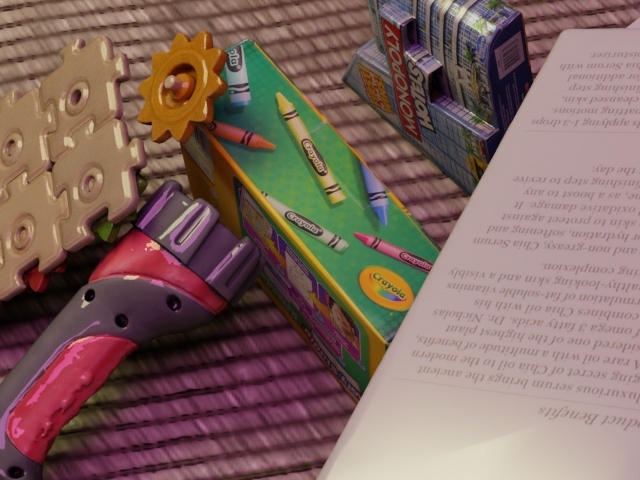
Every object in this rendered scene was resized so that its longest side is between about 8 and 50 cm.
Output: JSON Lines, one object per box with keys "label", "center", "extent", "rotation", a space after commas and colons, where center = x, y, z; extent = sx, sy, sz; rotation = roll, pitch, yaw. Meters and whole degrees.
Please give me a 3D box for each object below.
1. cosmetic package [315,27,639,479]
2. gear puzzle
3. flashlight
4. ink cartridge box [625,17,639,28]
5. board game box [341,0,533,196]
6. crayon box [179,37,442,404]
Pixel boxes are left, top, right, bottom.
{"label": "cosmetic package", "center": [0.198, 0.066, 1.081], "extent": [0.230, 0.161, 0.453], "rotation": [5, 49, 36]}
{"label": "gear puzzle", "center": [-0.187, -0.058, 1.278], "extent": [0.339, 0.044, 0.175], "rotation": [-33, 55, 31]}
{"label": "flashlight", "center": [-0.169, 0.100, 1.232], "extent": [0.103, 0.103, 0.304], "rotation": [41, 82, -22]}
{"label": "ink cartridge box", "center": [0.330, -0.095, 1.341], "extent": [0.154, 0.093, 0.212], "rotation": [-37, 66, -17]}
{"label": "board game box", "center": [0.088, -0.139, 1.351], "extent": [0.060, 0.194, 0.194], "rotation": [-38, 50, -18]}
{"label": "crayon box", "center": [0.000, 0.000, 1.266], "extent": [0.081, 0.165, 0.278], "rotation": [-33, 63, -15]}
